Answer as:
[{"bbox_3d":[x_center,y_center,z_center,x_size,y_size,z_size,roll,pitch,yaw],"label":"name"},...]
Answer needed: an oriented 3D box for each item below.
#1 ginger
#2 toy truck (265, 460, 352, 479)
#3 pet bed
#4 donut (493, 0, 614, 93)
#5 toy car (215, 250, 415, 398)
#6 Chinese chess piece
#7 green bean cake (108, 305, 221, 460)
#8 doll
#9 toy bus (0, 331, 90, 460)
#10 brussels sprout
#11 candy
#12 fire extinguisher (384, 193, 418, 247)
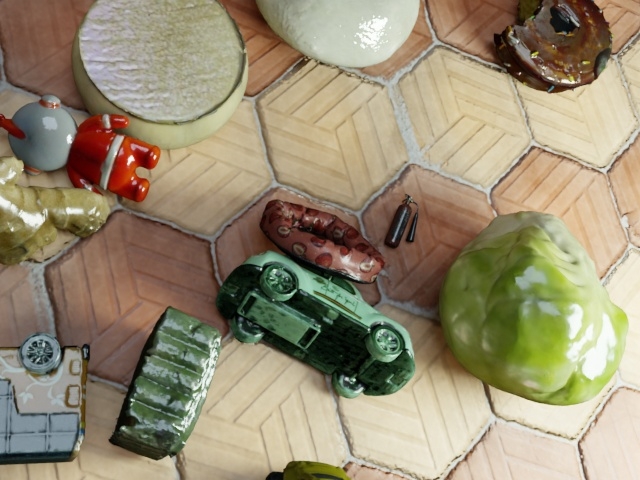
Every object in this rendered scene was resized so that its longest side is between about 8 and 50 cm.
[{"bbox_3d":[-0.435,-0.047,1.147,0.148,0.333,0.081,-46,55,11],"label":"ginger"},{"bbox_3d":[-0.006,0.404,1.132,0.147,0.165,0.225,13,68,-12],"label":"toy truck"},{"bbox_3d":[0.000,0.000,1.276,0.201,0.201,0.054,22,104,-9],"label":"pet bed"},{"bbox_3d":[0.427,-0.373,1.584,0.216,0.096,0.230,21,66,-12],"label":"donut"},{"bbox_3d":[0.001,0.113,1.261,0.305,0.136,0.125,28,44,-8],"label":"toy car"},{"bbox_3d":[-0.246,-0.274,1.327,0.269,0.112,0.270,5,70,-15],"label":"Chinese chess piece"},{"bbox_3d":[-0.204,0.195,1.140,0.094,0.173,0.182,23,65,-10],"label":"green bean cake"},{"bbox_3d":[-0.361,-0.135,1.250,0.244,0.076,0.142,20,106,-4],"label":"doll"},{"bbox_3d":[-0.439,0.208,1.084,0.275,0.138,0.167,3,72,-19],"label":"toy bus"},{"bbox_3d":[0.315,0.101,1.299,0.273,0.242,0.317,-10,71,-27],"label":"brussels sprout"},{"bbox_3d":[0.030,-0.421,1.429,0.295,0.185,0.296,7,63,-15],"label":"candy"},{"bbox_3d":[0.142,-0.030,1.407,0.046,0.032,0.100,23,72,3],"label":"fire extinguisher"}]
